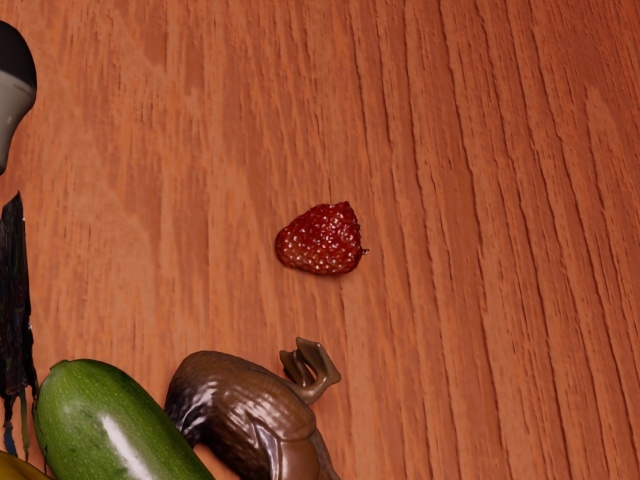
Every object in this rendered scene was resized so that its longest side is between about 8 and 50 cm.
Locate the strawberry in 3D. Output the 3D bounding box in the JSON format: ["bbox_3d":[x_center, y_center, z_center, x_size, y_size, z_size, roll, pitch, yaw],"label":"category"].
[{"bbox_3d":[0.000,0.000,1.144,0.083,0.073,0.073,-6,62,-25],"label":"strawberry"}]

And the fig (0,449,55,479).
[{"bbox_3d":[-0.245,0.260,0.600,0.343,0.343,0.343,20,49,-24],"label":"fig"}]

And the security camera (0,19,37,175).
[{"bbox_3d":[-0.297,-0.014,0.807,0.197,0.191,0.277,6,82,3],"label":"security camera"}]

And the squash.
[{"bbox_3d":[-0.077,0.240,0.879,0.378,0.101,0.101,50,44,0],"label":"squash"}]

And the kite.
[{"bbox_3d":[-0.208,0.112,0.862,0.015,0.152,0.285,-5,67,-24],"label":"kite"}]

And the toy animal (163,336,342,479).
[{"bbox_3d":[-0.050,0.167,0.976,0.188,0.089,0.179,48,61,3],"label":"toy animal"}]
